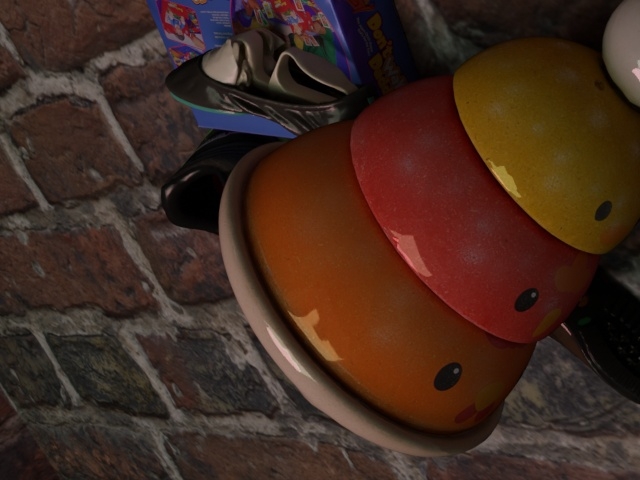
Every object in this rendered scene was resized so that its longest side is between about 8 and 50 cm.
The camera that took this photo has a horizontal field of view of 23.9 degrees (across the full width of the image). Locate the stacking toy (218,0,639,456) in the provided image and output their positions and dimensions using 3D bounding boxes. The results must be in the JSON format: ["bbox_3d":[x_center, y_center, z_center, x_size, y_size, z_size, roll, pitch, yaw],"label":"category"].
[{"bbox_3d":[0.172,-0.062,1.332,0.480,0.350,0.350,-42,86,31],"label":"stacking toy"}]

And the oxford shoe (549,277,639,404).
[{"bbox_3d":[0.283,0.087,1.599,0.227,0.083,0.096,47,168,11],"label":"oxford shoe"}]

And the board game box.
[{"bbox_3d":[-0.052,-0.233,1.705,0.347,0.078,0.233,12,131,49],"label":"board game box"}]

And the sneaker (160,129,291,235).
[{"bbox_3d":[0.000,0.000,1.756,0.483,0.202,0.185,21,139,43],"label":"sneaker"}]

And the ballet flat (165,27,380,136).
[{"bbox_3d":[-0.047,-0.170,1.605,0.280,0.095,0.096,21,129,27],"label":"ballet flat"}]
